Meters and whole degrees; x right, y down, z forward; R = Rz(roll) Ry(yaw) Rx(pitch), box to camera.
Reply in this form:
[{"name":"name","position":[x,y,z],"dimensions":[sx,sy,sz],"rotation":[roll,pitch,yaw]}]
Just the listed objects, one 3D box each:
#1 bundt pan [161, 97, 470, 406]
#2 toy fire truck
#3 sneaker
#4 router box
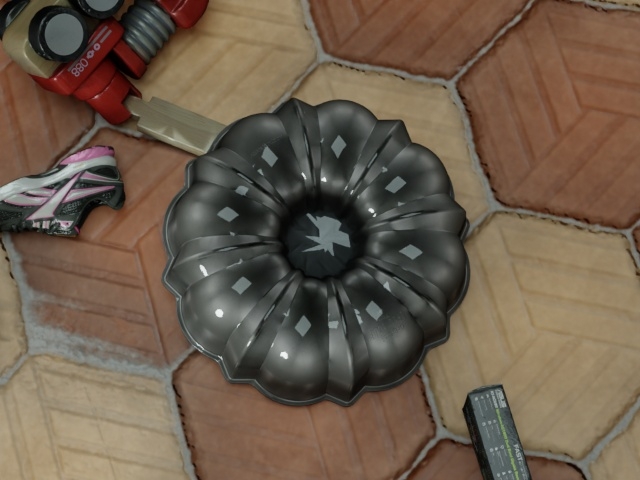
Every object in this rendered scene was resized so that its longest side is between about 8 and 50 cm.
[{"name":"bundt pan","position":[0.000,0.000,1.585],"dimensions":[0.331,0.124,0.330],"rotation":[1,78,-4]},{"name":"toy fire truck","position":[-0.183,-0.211,1.680],"dimensions":[0.217,0.246,0.158],"rotation":[-52,34,-13]},{"name":"sneaker","position":[-0.288,-0.033,1.653],"dimensions":[0.178,0.072,0.077],"rotation":[-26,85,0]},{"name":"router box","position":[0.177,0.211,1.556],"dimensions":[0.038,0.092,0.122],"rotation":[-15,74,-3]}]
